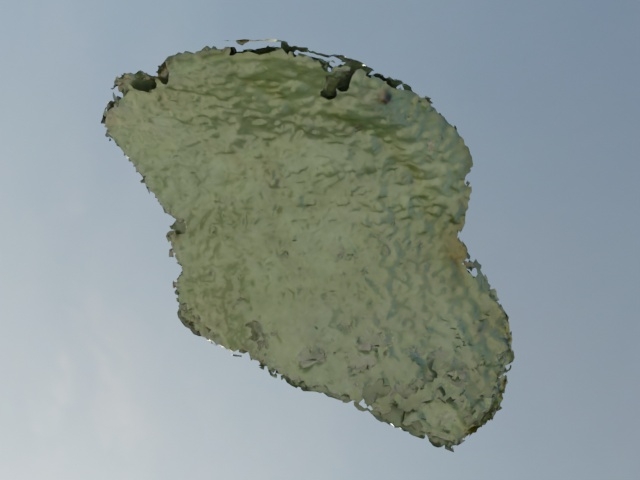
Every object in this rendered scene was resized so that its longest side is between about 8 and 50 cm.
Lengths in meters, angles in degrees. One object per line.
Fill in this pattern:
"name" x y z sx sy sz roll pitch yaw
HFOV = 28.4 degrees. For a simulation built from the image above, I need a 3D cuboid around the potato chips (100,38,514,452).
"potato chips" 0.002 0.002 0.617 0.167 0.059 0.228 -23 -76 3
